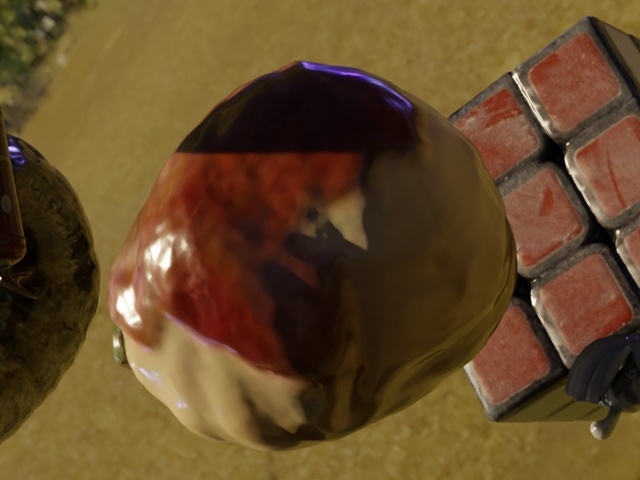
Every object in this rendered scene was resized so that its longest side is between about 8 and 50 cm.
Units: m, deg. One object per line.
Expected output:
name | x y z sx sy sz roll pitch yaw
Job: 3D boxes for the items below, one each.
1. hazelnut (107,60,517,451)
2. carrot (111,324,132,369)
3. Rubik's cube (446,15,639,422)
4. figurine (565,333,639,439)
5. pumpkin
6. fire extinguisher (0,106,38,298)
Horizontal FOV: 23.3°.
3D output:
hazelnut | 0.000 0.000 0.968 0.261 0.261 0.241 -43 58 26
carrot | -0.113 0.124 1.930 0.298 0.078 0.078 0 37 9
Rubik's cube | 0.288 -0.009 1.601 0.305 0.301 0.303 -35 67 27
figurine | 0.258 0.118 1.322 0.086 0.082 0.094 -36 16 28
pumpkin | -0.317 0.036 1.331 0.242 0.232 0.325 5 95 43
fire extinguisher | -0.213 -0.026 0.993 0.039 0.056 0.132 -31 63 36
